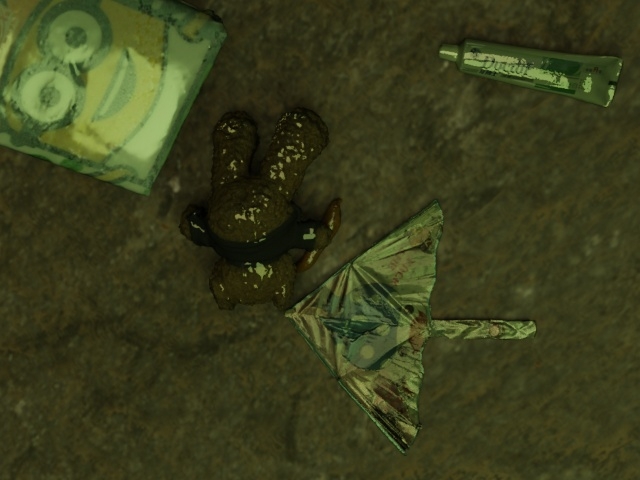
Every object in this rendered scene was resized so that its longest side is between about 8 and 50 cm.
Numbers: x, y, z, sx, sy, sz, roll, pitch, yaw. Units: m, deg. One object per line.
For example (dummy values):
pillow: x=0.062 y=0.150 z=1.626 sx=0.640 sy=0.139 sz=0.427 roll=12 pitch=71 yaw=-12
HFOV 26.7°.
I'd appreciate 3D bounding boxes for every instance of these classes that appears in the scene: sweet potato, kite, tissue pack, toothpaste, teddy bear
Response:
sweet potato: x=0.000 y=0.000 z=1.660 sx=0.026 sy=0.026 sz=0.115 roll=30 pitch=102 yaw=-4
kite: x=0.111 y=0.110 z=1.688 sx=0.314 sy=0.011 sz=0.335 roll=5 pitch=104 yaw=1
tissue pack: x=-0.291 y=-0.209 z=1.522 sx=0.310 sy=0.128 sz=0.228 roll=21 pitch=103 yaw=-29
toothpaste: x=0.247 y=-0.205 z=1.599 sx=0.218 sy=0.041 sz=0.064 roll=10 pitch=114 yaw=-2
teddy bear: x=-0.082 y=-0.033 z=1.603 sx=0.182 sy=0.129 sz=0.251 roll=6 pitch=105 yaw=16
